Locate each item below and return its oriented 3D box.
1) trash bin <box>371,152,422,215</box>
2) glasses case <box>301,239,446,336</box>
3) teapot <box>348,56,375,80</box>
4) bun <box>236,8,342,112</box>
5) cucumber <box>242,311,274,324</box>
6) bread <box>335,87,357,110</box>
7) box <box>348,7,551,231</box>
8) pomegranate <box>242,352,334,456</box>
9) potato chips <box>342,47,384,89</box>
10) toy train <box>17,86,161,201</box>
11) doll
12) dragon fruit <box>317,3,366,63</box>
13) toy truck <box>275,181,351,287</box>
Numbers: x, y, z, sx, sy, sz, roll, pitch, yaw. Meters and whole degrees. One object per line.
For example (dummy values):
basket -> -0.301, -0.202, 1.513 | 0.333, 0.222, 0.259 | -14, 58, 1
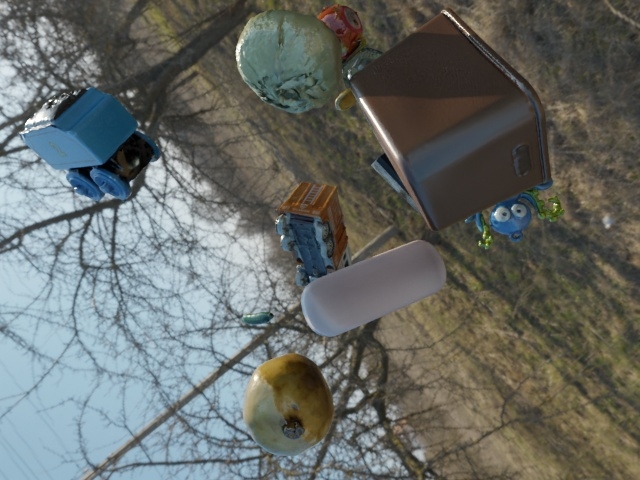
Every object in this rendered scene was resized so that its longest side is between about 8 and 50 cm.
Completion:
trash bin -> 0.288, -0.199, 1.352 | 0.225, 0.165, 0.115 | 48, 177, -1
glasses case -> 0.106, 0.090, 0.896 | 0.075, 0.296, 0.113 | 137, 113, -73
teapot -> 0.149, -0.568, 1.611 | 0.108, 0.149, 0.111 | 29, 165, -5
bun -> -0.073, -0.388, 1.064 | 0.259, 0.259, 0.152 | 64, -149, -75
cucumber -> -0.178, 0.228, 1.358 | 0.155, 0.037, 0.037 | -15, 120, 45
bread -> 0.098, -0.507, 1.663 | 0.024, 0.110, 0.110 | 58, 179, 19
box -> 0.229, -0.219, 0.881 | 0.239, 0.229, 0.339 | 47, -163, -49
pomegranate -> -0.095, 0.489, 1.408 | 0.307, 0.307, 0.307 | 51, 177, 4
potato chips -> 0.191, -0.689, 1.944 | 0.029, 0.201, 0.220 | -81, -9, -65
toy train -> -0.587, -0.242, 1.183 | 0.300, 0.188, 0.265 | 3, 143, 40
doll -> 0.707, -0.156, 1.728 | 0.099, 0.345, 0.342 | 46, -146, -72
dragon fruit -> 0.055, -0.798, 1.819 | 0.224, 0.224, 0.227 | 52, 137, 0
toy truck -> 0.000, 0.000, 1.552 | 0.173, 0.207, 0.388 | 10, 140, 24
